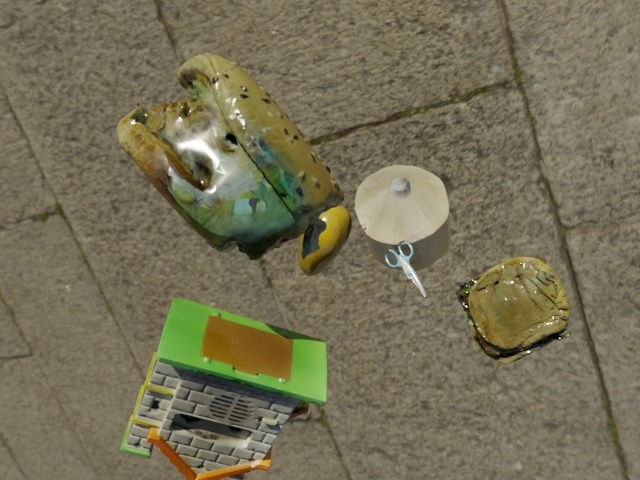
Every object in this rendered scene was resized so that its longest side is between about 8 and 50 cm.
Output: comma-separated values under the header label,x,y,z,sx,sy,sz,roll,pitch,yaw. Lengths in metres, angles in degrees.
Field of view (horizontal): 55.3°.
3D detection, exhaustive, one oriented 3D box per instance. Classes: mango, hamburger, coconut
label,x,y,z,sx,sy,sz,roll,pitch,yaw
mango,0.000,0.000,1.337,0.098,0.137,0.195,23,123,-7
hamburger,0.388,0.134,1.209,0.206,0.130,0.183,-31,75,27
hamburger,-0.103,-0.089,0.713,0.168,0.192,0.288,-41,95,-3
coconut,0.206,-0.062,1.499,0.239,0.239,0.244,10,150,25

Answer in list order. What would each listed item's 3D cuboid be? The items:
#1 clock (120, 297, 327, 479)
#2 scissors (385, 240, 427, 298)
label,x,y,z,sx,sy,sz,roll,pitch,yaw
clock,-0.141,0.228,0.851,0.220,0.106,0.255,19,125,-13
scissors,0.166,0.058,1.144,0.058,0.014,0.119,-35,65,16
